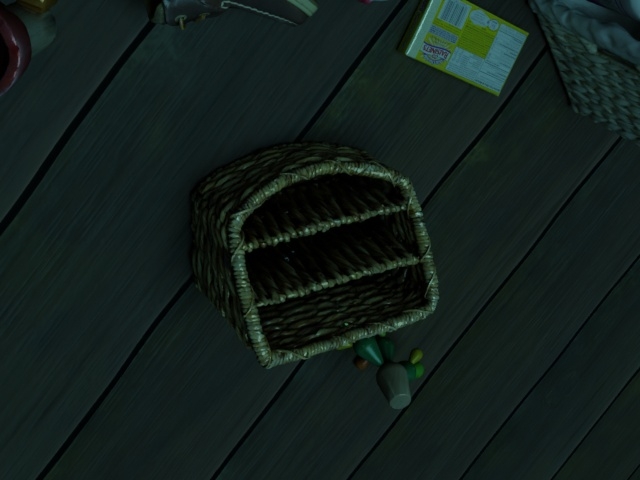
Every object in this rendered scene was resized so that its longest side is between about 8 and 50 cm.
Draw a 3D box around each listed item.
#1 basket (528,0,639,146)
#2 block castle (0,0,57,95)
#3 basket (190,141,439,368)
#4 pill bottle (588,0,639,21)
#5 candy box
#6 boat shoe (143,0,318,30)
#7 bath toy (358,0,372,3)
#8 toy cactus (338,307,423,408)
[{"bbox_3d":[0.554,-0.321,1.463,0.331,0.328,0.266,-42,137,-6],"label":"basket"},{"bbox_3d":[-0.310,-0.373,0.793,0.303,0.213,0.453,25,111,-6],"label":"block castle"},{"bbox_3d":[0.000,0.000,1.339,0.299,0.223,0.214,-13,124,-28],"label":"basket"},{"bbox_3d":[0.359,-0.400,1.285,0.169,0.301,0.169,-18,127,-25],"label":"pill bottle"},{"bbox_3d":[0.211,-0.289,1.439,0.205,0.027,0.105,15,109,-39],"label":"candy box"},{"bbox_3d":[-0.162,-0.302,1.115,0.342,0.123,0.123,16,116,-37],"label":"boat shoe"},{"bbox_3d":[0.006,-0.386,1.170,0.129,0.151,0.348,-27,147,34],"label":"bath toy"},{"bbox_3d":[0.093,0.191,1.564,0.112,0.180,0.219,-31,129,11],"label":"toy cactus"}]
